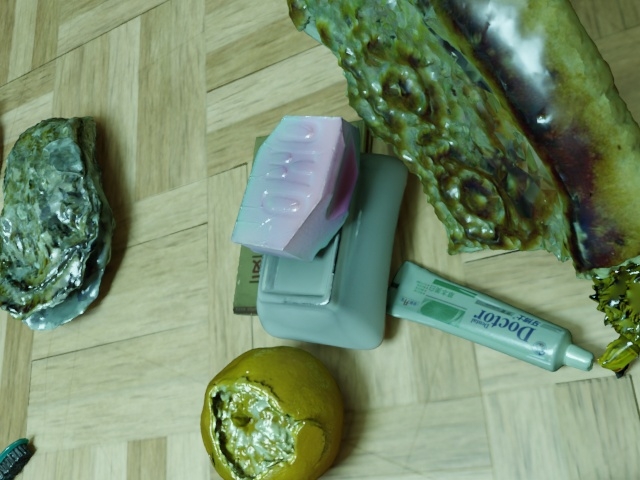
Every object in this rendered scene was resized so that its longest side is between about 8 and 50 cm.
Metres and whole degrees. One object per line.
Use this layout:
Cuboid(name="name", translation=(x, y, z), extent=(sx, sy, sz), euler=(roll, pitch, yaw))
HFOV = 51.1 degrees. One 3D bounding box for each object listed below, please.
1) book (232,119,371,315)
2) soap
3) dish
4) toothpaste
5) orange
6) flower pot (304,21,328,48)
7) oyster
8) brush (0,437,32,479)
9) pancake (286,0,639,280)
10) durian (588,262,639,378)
Cuboid(name="book", translation=(-0.022, -0.024, 0.793), extent=(0.161, 0.026, 0.231), euler=(-3, 73, 30))
Cuboid(name="soap", translation=(-0.018, -0.056, 0.660), extent=(0.100, 0.056, 0.149), euler=(11, 79, 31))
Cuboid(name="dish", translation=(0.000, 0.000, 0.710), extent=(0.151, 0.077, 0.213), euler=(3, 76, 30))
Cuboid(name="toothpaste", translation=(0.155, 0.077, 0.646), extent=(0.218, 0.041, 0.064), euler=(20, 75, 37))
Cuboid(name="orange", translation=(-0.053, 0.181, 0.681), extent=(0.154, 0.134, 0.155), euler=(-15, 64, 34))
Cuboid(name="flower pot", translation=(0.108, -0.274, 0.685), extent=(0.239, 0.209, 0.189), euler=(-51, 56, 8))
Cuboid(name="oyster", translation=(-0.372, -0.050, 0.960), extent=(0.162, 0.158, 0.351), euler=(5, 62, -11))
Cuboid(name="brush", translation=(-0.466, 0.350, 0.935), extent=(0.032, 0.043, 0.193), euler=(44, 101, 17))
Cuboid(name="pancake", translation=(0.087, -0.132, 0.550), extent=(0.067, 0.305, 0.427), euler=(-36, 91, -21))
Cuboid(name="durian", translation=(0.307, 0.022, 0.510), extent=(0.237, 0.137, 0.193), euler=(-45, 57, 13))
